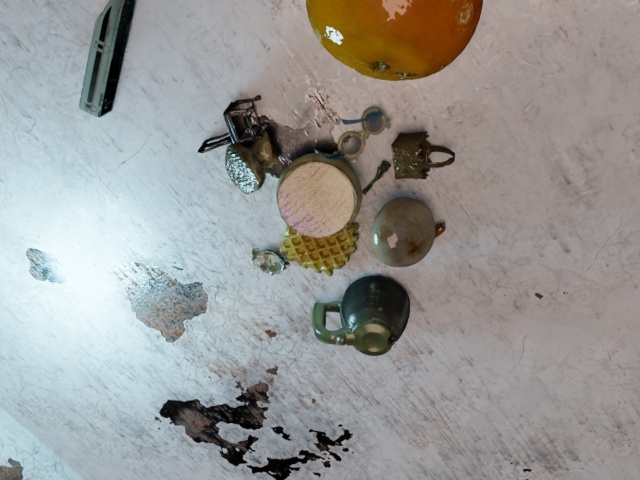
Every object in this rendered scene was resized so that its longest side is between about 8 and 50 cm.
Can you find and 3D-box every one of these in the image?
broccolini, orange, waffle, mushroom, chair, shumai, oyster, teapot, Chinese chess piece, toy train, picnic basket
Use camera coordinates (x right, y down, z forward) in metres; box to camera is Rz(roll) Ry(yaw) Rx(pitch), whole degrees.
[{"bbox_3d":[0.171,-0.197,1.925,0.035,0.030,0.140,39,124,-5],"label":"broccolini"},{"bbox_3d":[0.168,-0.562,1.468,0.424,0.424,0.325,12,92,2],"label":"orange"},{"bbox_3d":[-0.001,0.001,2.058,0.250,0.056,0.261,22,120,-4],"label":"waffle"},{"bbox_3d":[0.254,-0.024,1.928,0.178,0.226,0.226,11,135,53],"label":"mushroom"},{"bbox_3d":[-0.283,-0.350,1.860,0.229,0.106,0.113,-10,120,14],"label":"chair"},{"bbox_3d":[-0.205,-0.243,1.899,0.153,0.210,0.161,-34,113,-21],"label":"shumai"},{"bbox_3d":[-0.172,0.070,2.130,0.148,0.051,0.103,25,130,18],"label":"oyster"},{"bbox_3d":[0.145,0.257,2.082,0.322,0.239,0.239,23,121,-3],"label":"teapot"},{"bbox_3d":[-0.005,-0.139,1.908,0.270,0.112,0.269,3,109,8],"label":"Chinese chess piece"},{"bbox_3d":[-0.631,-0.564,1.804,0.088,0.086,0.406,27,122,0],"label":"toy train"},{"bbox_3d":[0.307,-0.250,1.804,0.179,0.128,0.137,7,127,26],"label":"picnic basket"}]

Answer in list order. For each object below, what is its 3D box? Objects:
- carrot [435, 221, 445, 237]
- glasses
[{"bbox_3d":[0.364,-0.014,1.999,0.035,0.035,0.142,34,127,-11],"label":"carrot"},{"bbox_3d":[0.076,-0.318,1.778,0.190,0.221,0.088,-43,67,30],"label":"glasses"}]
